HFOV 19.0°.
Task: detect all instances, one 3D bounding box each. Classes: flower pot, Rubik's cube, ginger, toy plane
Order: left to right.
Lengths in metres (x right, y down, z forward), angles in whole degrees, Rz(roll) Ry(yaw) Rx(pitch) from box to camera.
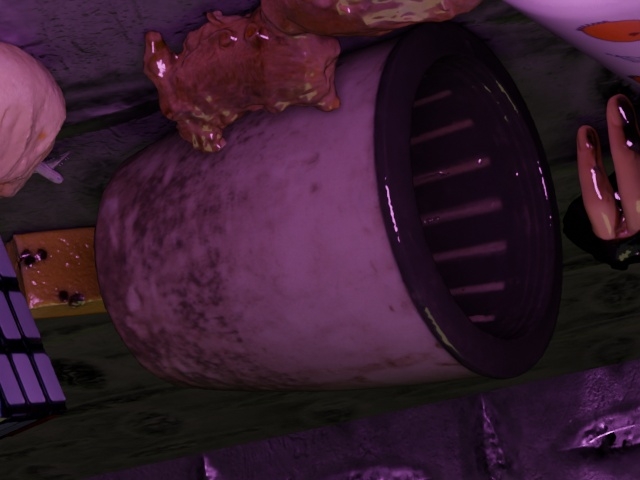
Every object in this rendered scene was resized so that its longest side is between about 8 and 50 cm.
[{"bbox_3d":[-0.304,0.086,1.410,0.162,0.160,0.163,-23,174,7],"label":"Rubik's cube"},{"bbox_3d":[-0.247,-0.065,1.686,0.078,0.024,0.084,-17,171,17],"label":"toy plane"},{"bbox_3d":[-0.010,-0.150,1.404,0.290,0.122,0.084,-25,-168,34],"label":"ginger"},{"bbox_3d":[0.000,0.000,1.614,0.330,0.293,0.293,-15,166,32],"label":"flower pot"}]

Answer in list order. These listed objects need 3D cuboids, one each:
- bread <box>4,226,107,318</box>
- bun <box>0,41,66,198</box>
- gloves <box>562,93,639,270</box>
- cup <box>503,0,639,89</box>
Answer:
[{"bbox_3d":[-0.202,0.028,1.950,0.226,0.088,0.049,-6,161,-24],"label":"bread"},{"bbox_3d":[-0.290,-0.065,1.450,0.222,0.127,0.222,-10,164,-3],"label":"bun"},{"bbox_3d":[0.349,-0.071,1.921,0.197,0.152,0.301,-36,155,-13],"label":"gloves"},{"bbox_3d":[0.206,-0.202,1.140,0.212,0.212,0.317,-19,163,27],"label":"cup"}]
